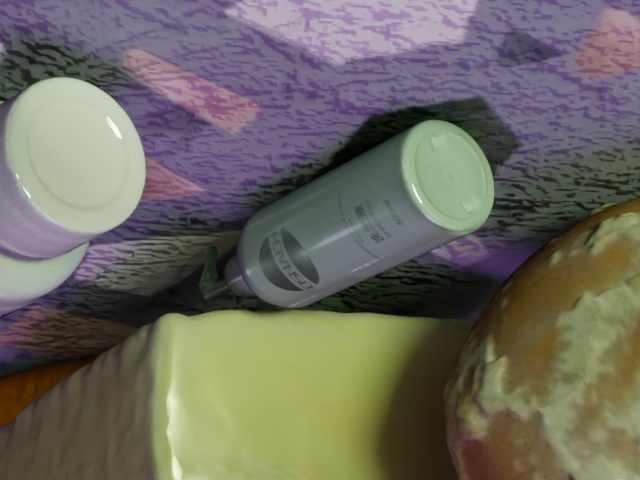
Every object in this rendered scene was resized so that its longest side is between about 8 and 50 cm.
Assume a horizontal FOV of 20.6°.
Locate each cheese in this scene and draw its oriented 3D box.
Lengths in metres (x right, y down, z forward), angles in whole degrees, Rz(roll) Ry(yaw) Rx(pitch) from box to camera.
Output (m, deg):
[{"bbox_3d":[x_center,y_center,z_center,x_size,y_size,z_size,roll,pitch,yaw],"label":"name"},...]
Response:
[{"bbox_3d":[-0.038,0.131,0.996,0.243,0.123,0.265,-1,161,-31],"label":"cheese"}]

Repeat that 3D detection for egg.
[{"bbox_3d":[0.171,0.071,0.843,0.233,0.195,0.195,-10,158,-6],"label":"egg"}]

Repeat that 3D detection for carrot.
[{"bbox_3d":[-0.163,0.102,1.099,0.257,0.061,0.061,-20,150,33],"label":"carrot"}]

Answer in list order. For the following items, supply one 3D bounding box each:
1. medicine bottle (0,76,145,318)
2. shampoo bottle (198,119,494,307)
[{"bbox_3d":[-0.179,0.001,0.805,0.095,0.095,0.260,17,153,-34],"label":"medicine bottle"},{"bbox_3d":[0.000,0.000,0.846,0.056,0.056,0.195,16,152,-33],"label":"shampoo bottle"}]
